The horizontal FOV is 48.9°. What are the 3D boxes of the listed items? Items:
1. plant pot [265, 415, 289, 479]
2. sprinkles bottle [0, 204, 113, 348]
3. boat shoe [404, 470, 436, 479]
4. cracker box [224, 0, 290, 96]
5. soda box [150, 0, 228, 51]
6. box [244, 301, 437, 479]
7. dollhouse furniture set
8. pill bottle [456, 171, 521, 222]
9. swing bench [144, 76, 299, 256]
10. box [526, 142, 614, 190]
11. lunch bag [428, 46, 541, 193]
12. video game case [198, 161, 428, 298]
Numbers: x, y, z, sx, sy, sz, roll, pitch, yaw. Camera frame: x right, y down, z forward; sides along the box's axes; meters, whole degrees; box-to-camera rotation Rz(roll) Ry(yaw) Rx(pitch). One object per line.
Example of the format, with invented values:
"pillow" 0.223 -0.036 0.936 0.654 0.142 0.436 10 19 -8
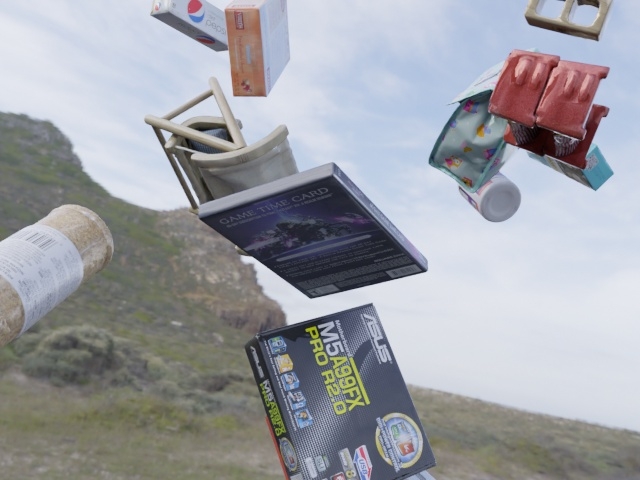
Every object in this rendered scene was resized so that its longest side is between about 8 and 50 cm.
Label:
"plant pot" 0.063 0.422 1.579 0.267 0.267 0.235 -3 -43 -26
"sprinkles bottle" -0.418 0.065 0.946 0.121 0.121 0.355 10 26 12
"boat shoe" 0.123 0.395 1.191 0.076 0.080 0.228 -37 -71 23
"cracker box" -0.110 -0.374 1.289 0.067 0.155 0.232 3 31 8
"soda box" -0.283 -0.508 1.614 0.069 0.073 0.216 6 -6 36
"box" 0.030 0.247 1.063 0.216 0.269 0.060 -11 -18 -30
"dollhouse furniture set" 0.417 -0.328 1.136 0.152 0.373 0.201 22 3 23
"pill bottle" 0.404 -0.131 1.732 0.108 0.108 0.193 17 22 -22
"swing bench" -0.155 -0.119 1.282 0.255 0.165 0.253 41 -20 39
"box" 0.556 -0.205 1.628 0.100 0.060 0.244 44 3 -33
"lunch bag" 0.369 -0.269 1.504 0.160 0.223 0.262 36 -39 17
"video game case" 0.000 0.000 0.938 0.196 0.026 0.274 -15 -34 26
